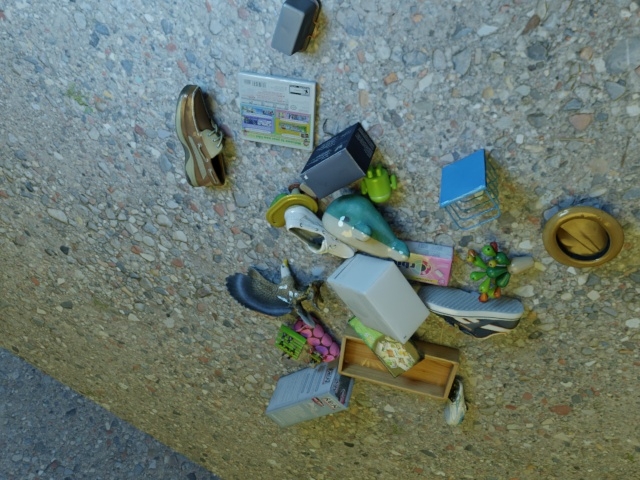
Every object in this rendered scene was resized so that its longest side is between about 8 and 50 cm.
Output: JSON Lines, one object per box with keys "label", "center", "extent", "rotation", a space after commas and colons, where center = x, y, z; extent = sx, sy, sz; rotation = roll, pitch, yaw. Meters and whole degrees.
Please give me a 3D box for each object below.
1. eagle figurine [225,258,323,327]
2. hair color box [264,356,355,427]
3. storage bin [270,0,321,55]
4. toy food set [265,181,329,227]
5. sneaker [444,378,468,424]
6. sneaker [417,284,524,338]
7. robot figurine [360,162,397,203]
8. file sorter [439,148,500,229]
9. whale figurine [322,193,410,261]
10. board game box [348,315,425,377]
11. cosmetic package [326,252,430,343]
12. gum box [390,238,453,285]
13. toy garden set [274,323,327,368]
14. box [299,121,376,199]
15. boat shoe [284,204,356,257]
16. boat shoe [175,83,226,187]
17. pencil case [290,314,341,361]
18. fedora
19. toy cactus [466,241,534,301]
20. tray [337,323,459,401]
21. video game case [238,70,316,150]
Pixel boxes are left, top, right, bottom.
{"label": "eagle figurine", "center": [-0.143, 0.173, 1.614], "extent": [0.298, 0.225, 0.226], "rotation": [-7, 135, 11]}
{"label": "hair color box", "center": [-0.041, 0.618, 1.924], "extent": [0.374, 0.185, 0.113], "rotation": [-31, 112, 35]}
{"label": "storage bin", "center": [-0.059, -0.498, 1.105], "extent": [0.098, 0.091, 0.135], "rotation": [26, 132, -2]}
{"label": "toy food set", "center": [-0.076, -0.118, 1.437], "extent": [0.128, 0.071, 0.218], "rotation": [24, 138, -33]}
{"label": "sneaker", "center": [0.522, 0.611, 1.804], "extent": [0.086, 0.085, 0.237], "rotation": [-9, 124, -7]}
{"label": "sneaker", "center": [0.457, 0.233, 1.485], "extent": [0.321, 0.126, 0.127], "rotation": [10, 124, 10]}
{"label": "robot figurine", "center": [0.161, -0.155, 1.317], "extent": [0.101, 0.067, 0.115], "rotation": [-10, 124, 15]}
{"label": "file sorter", "center": [0.382, -0.126, 1.198], "extent": [0.118, 0.170, 0.104], "rotation": [-25, 120, 33]}
{"label": "whale figurine", "center": [0.142, -0.037, 1.348], "extent": [0.272, 0.216, 0.141], "rotation": [27, 94, 8]}
{"label": "board game box", "center": [0.229, 0.342, 1.644], "extent": [0.136, 0.030, 0.259], "rotation": [-38, 92, 20]}
{"label": "cosmetic package", "center": [0.177, 0.171, 1.461], "extent": [0.224, 0.138, 0.225], "rotation": [52, 163, -23]}
{"label": "gum box", "center": [0.311, 0.067, 1.444], "extent": [0.188, 0.062, 0.107], "rotation": [9, 130, 13]}
{"label": "toy garden set", "center": [-0.086, 0.430, 1.806], "extent": [0.204, 0.049, 0.244], "rotation": [32, 151, 8]}
{"label": "box", "center": [0.048, -0.210, 1.252], "extent": [0.156, 0.158, 0.093], "rotation": [-25, 116, 34]}
{"label": "boat shoe", "center": [0.000, 0.000, 1.442], "extent": [0.277, 0.096, 0.098], "rotation": [29, 135, -29]}
{"label": "boat shoe", "center": [-0.329, -0.288, 1.359], "extent": [0.120, 0.122, 0.324], "rotation": [10, 138, 5]}
{"label": "pencil case", "center": [-0.015, 0.373, 1.785], "extent": [0.098, 0.095, 0.209], "rotation": [-38, 111, 5]}
{"label": "fedora", "center": [0.681, -0.020, 1.236], "extent": [0.194, 0.079, 0.194], "rotation": [12, 127, 17]}
{"label": "toy cactus", "center": [0.522, 0.083, 1.377], "extent": [0.180, 0.112, 0.219], "rotation": [-16, 120, 7]}
{"label": "tray", "center": [0.279, 0.445, 1.739], "extent": [0.411, 0.076, 0.203], "rotation": [12, 124, 11]}
{"label": "video game case", "center": [-0.117, -0.350, 1.288], "extent": [0.212, 0.023, 0.193], "rotation": [11, 130, 9]}
